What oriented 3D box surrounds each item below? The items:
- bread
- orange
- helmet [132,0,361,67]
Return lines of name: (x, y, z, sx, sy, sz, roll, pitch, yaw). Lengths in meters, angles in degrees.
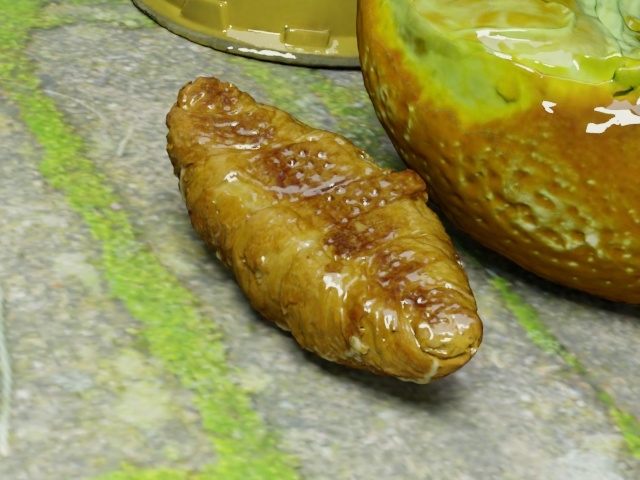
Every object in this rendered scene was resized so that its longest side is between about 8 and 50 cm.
bread: (0.000, 0.000, 0.784, 0.105, 0.076, 0.233, -24, 52, -30)
orange: (0.185, -0.081, 0.868, 0.335, 0.196, 0.262, 6, 47, 4)
helmet: (-0.005, -0.222, 1.107, 0.257, 0.140, 0.205, 4, 31, -10)
